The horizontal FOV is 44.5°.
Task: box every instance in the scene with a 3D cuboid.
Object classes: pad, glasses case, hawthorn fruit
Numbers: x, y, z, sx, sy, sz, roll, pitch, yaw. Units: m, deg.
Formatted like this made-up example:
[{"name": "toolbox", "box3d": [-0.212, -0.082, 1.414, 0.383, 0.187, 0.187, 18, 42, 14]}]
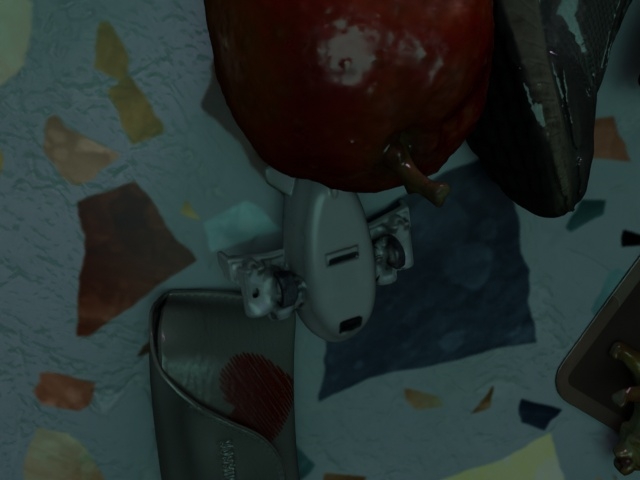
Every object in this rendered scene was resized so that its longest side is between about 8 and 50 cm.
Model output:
[{"name": "pad", "box3d": [0.357, 0.075, 0.747, 0.176, 0.002, 0.266, 31, 99, -14]}, {"name": "glasses case", "box3d": [-0.073, 0.196, 0.677, 0.129, 0.083, 0.307, -6, 105, -6]}, {"name": "hawthorn fruit", "box3d": [0.025, -0.123, 0.522, 0.205, 0.253, 0.205, -10, 149, -6]}]

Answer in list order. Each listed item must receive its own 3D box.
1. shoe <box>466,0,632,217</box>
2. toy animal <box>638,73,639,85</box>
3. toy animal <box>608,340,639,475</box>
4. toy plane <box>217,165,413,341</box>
[{"name": "shoe", "box3d": [0.188, -0.192, 0.601, 0.171, 0.132, 0.336, -16, 103, -13]}, {"name": "toy animal", "box3d": [0.359, -0.187, 0.645, 0.219, 0.116, 0.179, -8, 77, 0]}, {"name": "toy animal", "box3d": [0.334, 0.110, 0.727, 0.099, 0.057, 0.241, 33, 97, -21]}, {"name": "toy plane", "box3d": [0.001, 0.001, 0.640, 0.174, 0.080, 0.173, -6, 103, -26]}]
